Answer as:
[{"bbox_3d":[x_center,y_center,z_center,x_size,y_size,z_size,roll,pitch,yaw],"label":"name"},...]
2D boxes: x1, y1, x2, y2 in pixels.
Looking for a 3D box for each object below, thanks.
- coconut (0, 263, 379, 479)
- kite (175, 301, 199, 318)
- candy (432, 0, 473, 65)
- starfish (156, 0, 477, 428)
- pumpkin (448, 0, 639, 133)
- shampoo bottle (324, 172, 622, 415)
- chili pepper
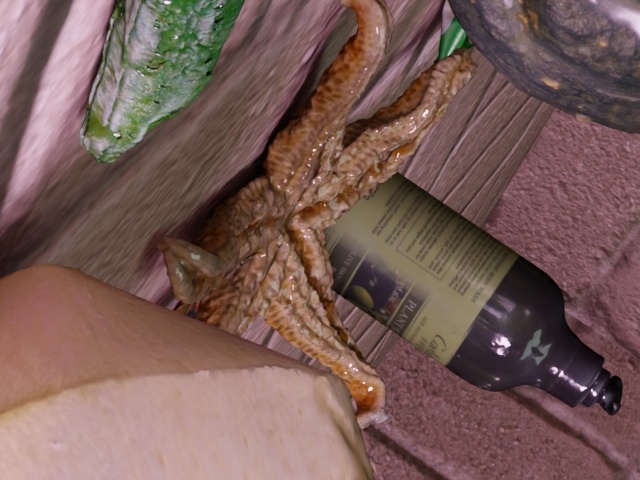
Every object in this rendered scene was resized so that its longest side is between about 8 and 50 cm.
[{"bbox_3d":[-0.097,0.133,0.811,0.259,0.259,0.259,-54,173,-10],"label":"coconut"},{"bbox_3d":[-0.078,0.032,1.336,0.222,0.008,0.125,-55,175,-1],"label":"kite"},{"bbox_3d":[0.153,-0.210,1.501,0.141,0.078,0.203,-29,167,-50],"label":"candy"},{"bbox_3d":[-0.008,-0.003,1.254,0.375,0.094,0.327,-52,149,-23],"label":"starfish"},{"bbox_3d":[0.216,-0.223,1.142,0.327,0.257,0.291,-52,-179,22],"label":"pumpkin"},{"bbox_3d":[0.102,0.040,1.432,0.101,0.284,0.101,-55,174,-9],"label":"shampoo bottle"},{"bbox_3d":[-0.053,-0.099,0.737,0.088,0.059,0.227,-43,170,-43],"label":"chili pepper"}]
